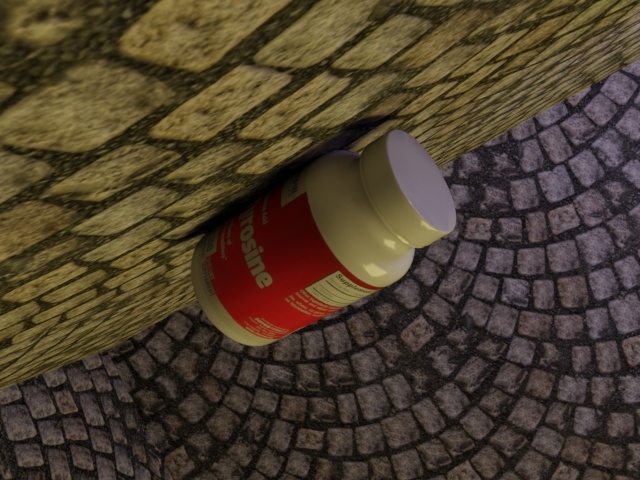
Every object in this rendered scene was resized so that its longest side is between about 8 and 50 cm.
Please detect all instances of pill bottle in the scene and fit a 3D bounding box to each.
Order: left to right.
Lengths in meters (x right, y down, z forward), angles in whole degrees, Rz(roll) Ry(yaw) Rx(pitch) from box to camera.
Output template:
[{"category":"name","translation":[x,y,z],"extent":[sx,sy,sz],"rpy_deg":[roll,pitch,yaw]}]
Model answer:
[{"category":"pill bottle","translation":[0.000,0.000,1.029],"extent":[0.408,0.228,0.229],"rpy_deg":[-31,176,31]}]
